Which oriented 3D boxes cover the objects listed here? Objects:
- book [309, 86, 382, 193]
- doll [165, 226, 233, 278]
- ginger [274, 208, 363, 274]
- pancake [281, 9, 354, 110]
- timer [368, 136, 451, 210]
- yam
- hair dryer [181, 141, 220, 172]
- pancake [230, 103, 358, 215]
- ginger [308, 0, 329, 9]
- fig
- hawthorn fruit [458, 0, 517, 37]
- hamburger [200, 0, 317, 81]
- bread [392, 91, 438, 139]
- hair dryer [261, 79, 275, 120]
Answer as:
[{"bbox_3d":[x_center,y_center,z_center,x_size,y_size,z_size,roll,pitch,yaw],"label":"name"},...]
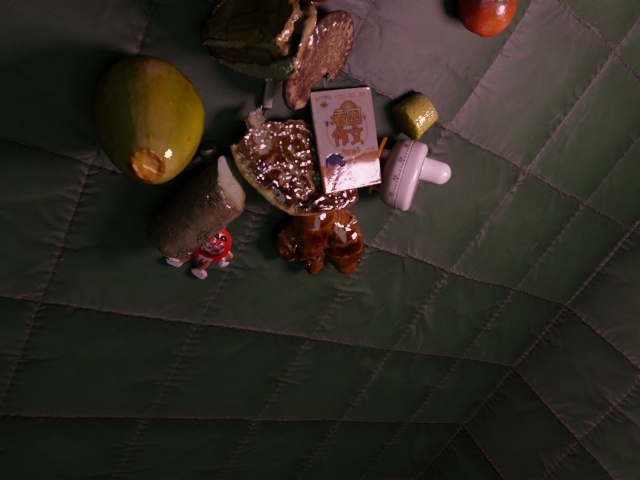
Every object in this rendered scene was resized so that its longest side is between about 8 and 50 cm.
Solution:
[{"bbox_3d":[0.079,-0.300,1.511,0.208,0.020,0.295,-14,102,-25],"label":"book"},{"bbox_3d":[-0.356,0.032,1.592,0.217,0.085,0.183,-41,132,18],"label":"doll"},{"bbox_3d":[0.010,0.003,1.714,0.357,0.152,0.274,28,108,-38],"label":"ginger"},{"bbox_3d":[-0.003,-0.467,1.332,0.288,0.033,0.286,-57,168,10],"label":"pancake"},{"bbox_3d":[0.295,-0.209,1.645,0.240,0.233,0.233,18,123,10],"label":"timer"},{"bbox_3d":[-0.337,-0.086,1.423,0.304,0.168,0.168,-36,134,20],"label":"yam"},{"bbox_3d":[-0.356,-0.213,1.438,0.154,0.054,0.106,-15,136,-5],"label":"hair dryer"},{"bbox_3d":[-0.069,-0.224,1.483,0.427,0.067,0.304,1,95,-30],"label":"pancake"},{"bbox_3d":[0.029,-0.696,1.168,0.176,0.256,0.375,34,125,-6],"label":"ginger"},{"bbox_3d":[-0.401,-0.264,1.179,0.258,0.326,0.258,-8,143,-6],"label":"fig"},{"bbox_3d":[0.477,-0.673,1.445,0.173,0.173,0.173,-14,129,-18],"label":"hawthorn fruit"},{"bbox_3d":[-0.133,-0.501,1.189,0.211,0.309,0.132,-63,144,-14],"label":"hamburger"},{"bbox_3d":[0.302,-0.393,1.606,0.114,0.111,0.129,-42,137,-5],"label":"bread"},{"bbox_3d":[-0.136,-0.414,1.399,0.100,0.057,0.197,-3,134,-26],"label":"hair dryer"}]
